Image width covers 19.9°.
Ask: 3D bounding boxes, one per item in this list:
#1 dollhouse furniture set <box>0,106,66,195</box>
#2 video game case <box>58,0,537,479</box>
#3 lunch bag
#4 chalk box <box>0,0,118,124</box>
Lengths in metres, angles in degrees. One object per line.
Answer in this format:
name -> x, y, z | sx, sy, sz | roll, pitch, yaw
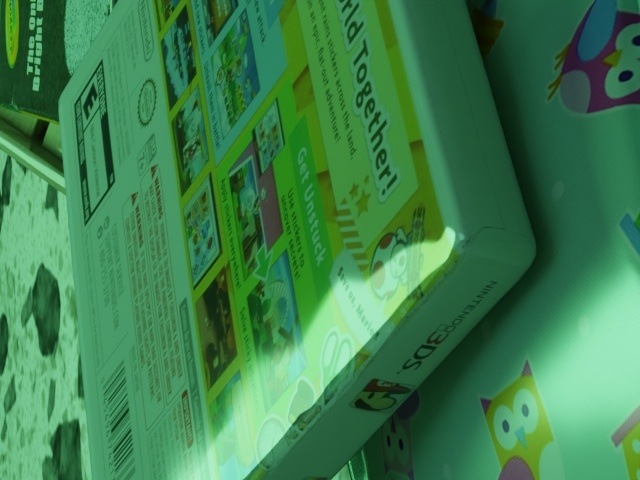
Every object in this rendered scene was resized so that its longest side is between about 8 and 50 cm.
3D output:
dollhouse furniture set -> -0.107, -0.200, 1.173 | 0.355, 0.174, 0.303 | 34, 110, 30
video game case -> -0.023, -0.024, 0.556 | 0.206, 0.026, 0.227 | -51, 37, 40
lunch bag -> 0.106, 0.046, 0.495 | 0.223, 0.160, 0.262 | 122, 148, -49
chalk box -> -0.046, -0.140, 0.846 | 0.289, 0.179, 0.180 | -158, 70, -67
